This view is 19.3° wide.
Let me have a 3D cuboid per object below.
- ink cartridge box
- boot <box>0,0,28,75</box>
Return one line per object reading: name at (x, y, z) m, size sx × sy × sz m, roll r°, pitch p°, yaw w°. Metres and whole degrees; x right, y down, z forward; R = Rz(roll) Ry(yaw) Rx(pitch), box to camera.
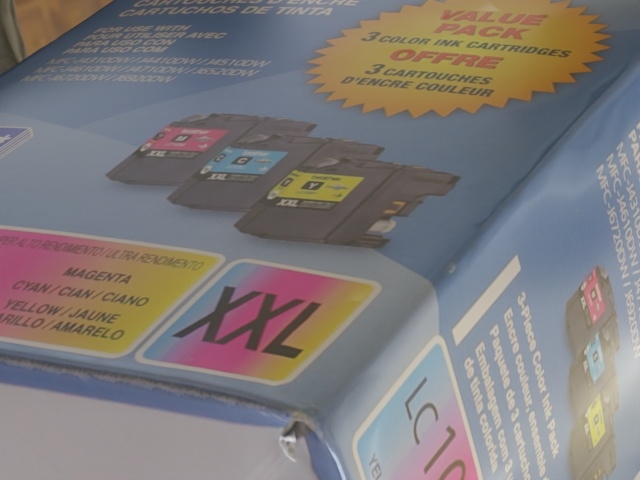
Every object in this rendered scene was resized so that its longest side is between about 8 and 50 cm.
ink cartridge box at (0.000, 0.000, 0.714) m, size 0.395 × 0.270 × 0.151 m, roll -42°, pitch 130°, yaw -47°
boot at (-0.100, -0.055, 0.969) m, size 0.076 × 0.208 × 0.190 m, roll -1°, pitch 94°, yaw -83°
